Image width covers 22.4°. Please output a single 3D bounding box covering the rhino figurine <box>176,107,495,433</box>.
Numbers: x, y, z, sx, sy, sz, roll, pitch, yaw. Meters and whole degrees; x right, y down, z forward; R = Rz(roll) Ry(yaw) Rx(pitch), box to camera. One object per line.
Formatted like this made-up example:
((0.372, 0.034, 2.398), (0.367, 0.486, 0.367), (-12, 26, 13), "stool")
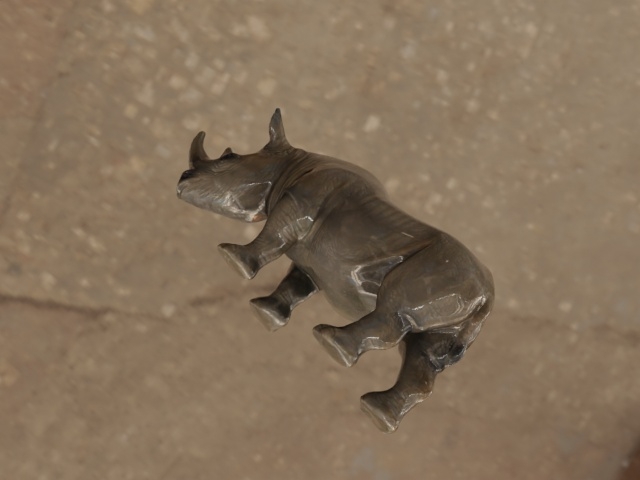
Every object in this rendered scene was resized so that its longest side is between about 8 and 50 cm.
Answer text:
((0.000, 0.000, 0.921), (0.106, 0.243, 0.073), (-37, 141, -17), "rhino figurine")
